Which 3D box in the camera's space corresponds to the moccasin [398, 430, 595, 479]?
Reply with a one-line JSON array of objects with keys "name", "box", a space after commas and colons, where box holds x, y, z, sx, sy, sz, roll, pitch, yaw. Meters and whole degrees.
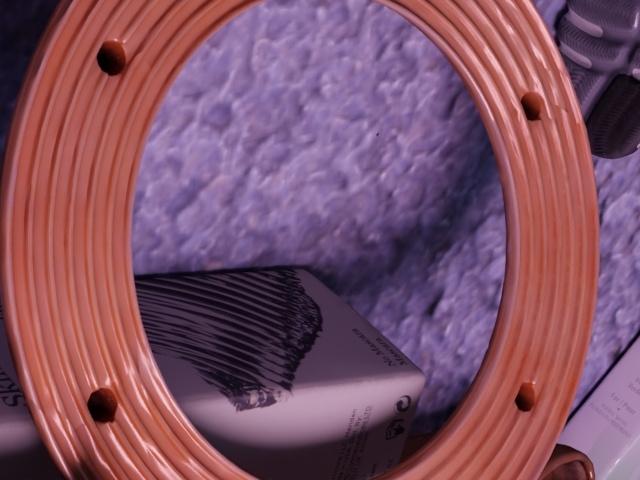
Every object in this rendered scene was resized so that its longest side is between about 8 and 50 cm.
[{"name": "moccasin", "box": [0.070, 0.230, 0.975, 0.380, 0.147, 0.139, -57, 132, -59]}]

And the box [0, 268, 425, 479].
[{"name": "box", "box": [-0.094, 0.083, 0.900, 0.275, 0.113, 0.094, -3, 121, -41]}]

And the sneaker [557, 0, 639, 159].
[{"name": "sneaker", "box": [0.207, -0.148, 1.013, 0.132, 0.086, 0.229, -8, 123, -40]}]

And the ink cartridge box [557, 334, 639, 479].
[{"name": "ink cartridge box", "box": [0.263, 0.092, 1.265, 0.225, 0.056, 0.181, -49, 139, 2]}]

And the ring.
[{"name": "ring", "box": [0.000, 0.000, 0.872, 0.336, 0.032, 0.337, 0, 91, -40]}]
